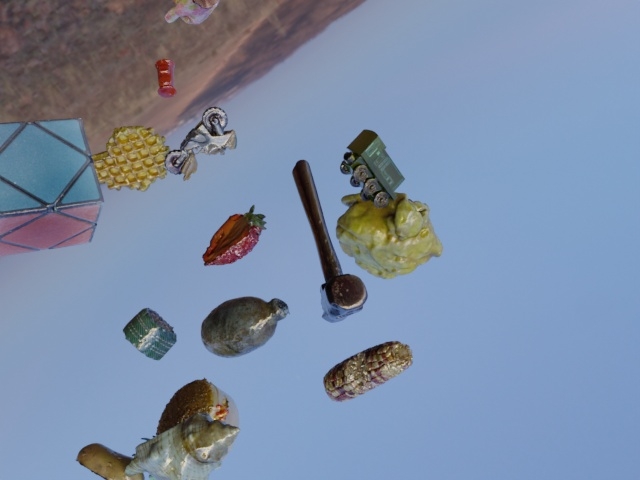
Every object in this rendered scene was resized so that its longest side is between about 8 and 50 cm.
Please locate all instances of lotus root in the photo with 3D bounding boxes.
[{"bbox_3d":[-0.241,0.255,1.944,0.349,0.175,0.175,-27,-163,40],"label":"lotus root"}]

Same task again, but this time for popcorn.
[{"bbox_3d":[0.213,-0.022,2.135,0.334,0.294,0.292,-10,173,26],"label":"popcorn"}]

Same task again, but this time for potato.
[{"bbox_3d":[-0.572,0.621,1.790,0.081,0.200,0.164,-62,-167,-20],"label":"potato"}]

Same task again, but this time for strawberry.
[{"bbox_3d":[-0.213,0.001,1.676,0.140,0.085,0.192,-12,-137,33],"label":"strawberry"}]

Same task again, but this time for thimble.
[{"bbox_3d":[-0.455,0.252,1.739,0.090,0.135,0.118,-44,-143,-3],"label":"thimble"}]

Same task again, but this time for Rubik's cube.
[{"bbox_3d":[-0.577,-0.108,1.315,0.205,0.205,0.207,-11,161,-30],"label":"Rubik's cube"}]

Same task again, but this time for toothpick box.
[{"bbox_3d":[-0.366,-0.383,1.532,0.047,0.083,0.047,-9,159,-3],"label":"toothpick box"}]

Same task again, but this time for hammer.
[{"bbox_3d":[0.000,0.000,1.614,0.095,0.409,0.242,-18,172,-8],"label":"hammer"}]

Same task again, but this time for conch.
[{"bbox_3d":[-0.359,0.552,1.635,0.386,0.203,0.170,-36,-135,11],"label":"conch"}]

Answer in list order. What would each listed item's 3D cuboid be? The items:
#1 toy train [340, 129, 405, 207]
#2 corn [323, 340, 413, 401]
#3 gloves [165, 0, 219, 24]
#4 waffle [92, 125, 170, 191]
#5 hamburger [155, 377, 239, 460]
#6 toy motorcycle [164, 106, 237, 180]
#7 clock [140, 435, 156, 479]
[{"bbox_3d":[0.151,-0.194,1.832,0.137,0.225,0.090,-48,-140,-6],"label":"toy train"},{"bbox_3d":[0.111,0.316,1.561,0.290,0.098,0.098,-38,-171,46],"label":"corn"},{"bbox_3d":[-0.404,-0.750,2.055,0.241,0.126,0.145,8,-104,65],"label":"gloves"},{"bbox_3d":[-0.590,-0.255,1.990,0.056,0.248,0.253,-105,-148,-45],"label":"waffle"},{"bbox_3d":[-0.388,0.567,1.986,0.294,0.179,0.276,13,-109,51],"label":"hamburger"},{"bbox_3d":[-0.321,-0.254,1.786,0.229,0.129,0.094,-46,-155,10],"label":"toy motorcycle"},{"bbox_3d":[-0.454,0.605,1.810,0.101,0.135,0.041,-18,-176,28],"label":"clock"}]
